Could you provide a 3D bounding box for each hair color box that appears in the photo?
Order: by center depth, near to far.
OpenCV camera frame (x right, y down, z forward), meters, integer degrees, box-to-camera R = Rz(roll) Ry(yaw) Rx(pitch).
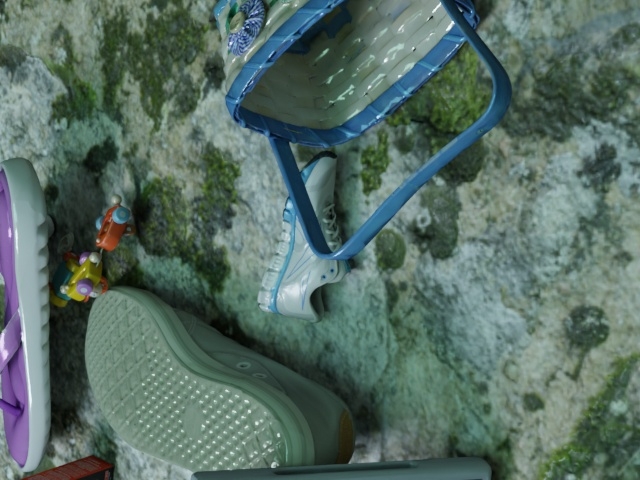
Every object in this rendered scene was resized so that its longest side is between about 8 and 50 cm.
[{"bbox_3d":[-0.319,0.316,1.577,0.043,0.141,0.072,18,107,33],"label":"hair color box"}]

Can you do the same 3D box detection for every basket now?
[{"bbox_3d":[0.030,-0.158,1.217,0.255,0.201,0.289,-44,61,30],"label":"basket"}]

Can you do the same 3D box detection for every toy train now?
[{"bbox_3d":[-0.270,0.021,1.545,0.166,0.046,0.125,-24,45,52],"label":"toy train"}]

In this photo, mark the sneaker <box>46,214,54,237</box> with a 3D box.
[{"bbox_3d":[-0.387,-0.005,1.643,0.109,0.044,0.040,-28,82,37],"label":"sneaker"}]

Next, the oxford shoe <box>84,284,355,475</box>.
[{"bbox_3d":[-0.124,0.169,1.431,0.449,0.130,0.169,23,107,47],"label":"oxford shoe"}]

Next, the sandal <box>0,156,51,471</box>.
[{"bbox_3d":[-0.389,0.092,1.570,0.169,0.102,0.416,-130,40,-58],"label":"sandal"}]

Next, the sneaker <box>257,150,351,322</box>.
[{"bbox_3d":[0.000,0.000,1.356,0.083,0.071,0.190,22,112,18],"label":"sneaker"}]

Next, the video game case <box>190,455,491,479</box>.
[{"bbox_3d":[0.011,0.375,1.269,0.036,0.300,0.329,-143,56,-67],"label":"video game case"}]
